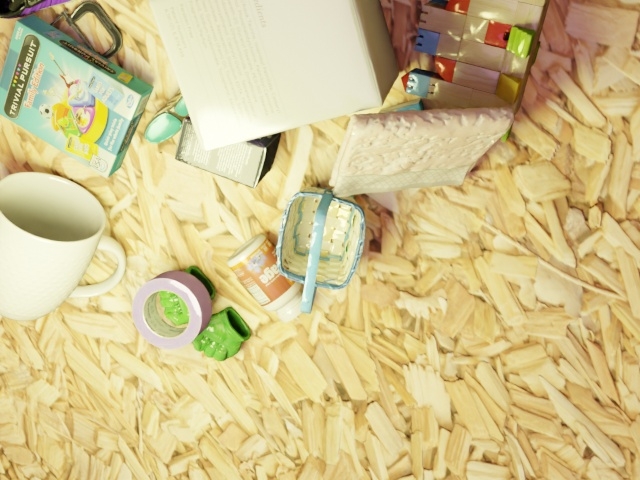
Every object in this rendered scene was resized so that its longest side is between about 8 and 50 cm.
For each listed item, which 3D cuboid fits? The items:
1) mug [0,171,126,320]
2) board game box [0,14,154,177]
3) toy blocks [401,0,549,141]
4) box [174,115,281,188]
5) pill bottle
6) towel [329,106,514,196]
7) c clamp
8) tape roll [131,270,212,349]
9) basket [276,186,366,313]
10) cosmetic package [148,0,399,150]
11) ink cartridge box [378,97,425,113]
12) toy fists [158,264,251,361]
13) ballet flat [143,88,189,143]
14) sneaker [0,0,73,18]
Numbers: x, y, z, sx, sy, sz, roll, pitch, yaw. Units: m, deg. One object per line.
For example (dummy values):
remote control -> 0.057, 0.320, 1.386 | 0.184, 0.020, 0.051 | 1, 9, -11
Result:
mug -> -0.691, 0.046, 1.947 | 0.374, 0.276, 0.328 | 14, 124, -28
board game box -> -0.608, -0.346, 1.836 | 0.336, 0.079, 0.254 | 31, 120, -2
toy blocks -> 0.322, -0.432, 1.589 | 0.260, 0.191, 0.381 | 19, 121, 17
box -> -0.216, -0.223, 1.780 | 0.207, 0.153, 0.108 | 19, 114, 2
pill bottle -> -0.127, 0.100, 1.911 | 0.121, 0.121, 0.216 | -34, 102, 22
towel -> 0.200, -0.185, 1.598 | 0.331, 0.317, 0.053 | -5, 70, -11
c clamp -> -0.557, -0.498, 1.811 | 0.137, 0.022, 0.161 | -39, 98, 17
tape roll -> -0.378, 0.176, 1.919 | 0.189, 0.080, 0.189 | 3, 104, 11
basket -> 0.000, 0.000, 1.752 | 0.201, 0.289, 0.255 | 14, 115, 5
cosmetic package -> -0.077, -0.419, 1.574 | 0.393, 0.329, 0.327 | -12, 109, 17
ink cartridge box -> 0.208, -0.225, 1.743 | 0.104, 0.060, 0.180 | -15, 108, 16
toy fists -> -0.321, 0.205, 2.009 | 0.142, 0.096, 0.279 | -35, 103, 23
ballet flat -> -0.347, -0.313, 1.818 | 0.206, 0.067, 0.073 | -36, 122, 21
sneaker -> -0.654, -0.576, 1.727 | 0.293, 0.146, 0.102 | -18, 107, 18
